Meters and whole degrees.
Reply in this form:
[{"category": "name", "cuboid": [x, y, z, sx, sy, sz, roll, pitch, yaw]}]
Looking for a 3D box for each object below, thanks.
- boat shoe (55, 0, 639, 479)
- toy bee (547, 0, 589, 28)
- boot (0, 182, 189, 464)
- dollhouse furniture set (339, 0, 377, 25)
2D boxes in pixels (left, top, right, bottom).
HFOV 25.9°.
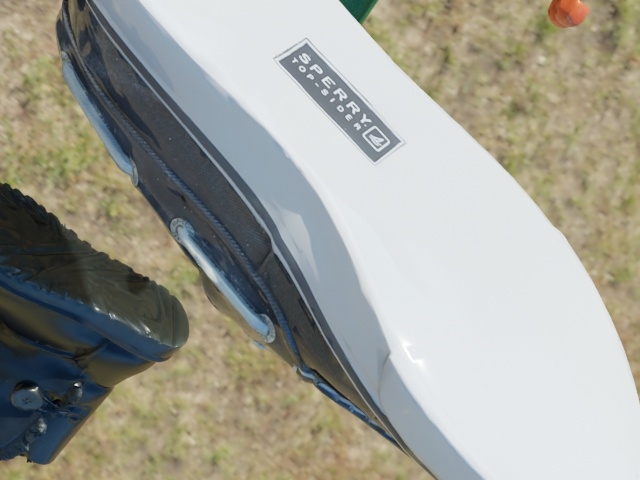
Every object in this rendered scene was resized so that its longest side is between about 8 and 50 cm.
[{"category": "boat shoe", "cuboid": [0.000, 0.000, 0.539, 0.108, 0.301, 0.102, -36, 172, -41]}, {"category": "toy bee", "cuboid": [0.183, -0.224, 0.885, 0.162, 0.298, 0.195, -46, 163, 3]}, {"category": "boot", "cuboid": [-0.256, 0.075, 1.100, 0.246, 0.094, 0.207, 34, 120, -31]}, {"category": "dollhouse furniture set", "cuboid": [0.012, -0.379, 1.417, 0.151, 0.197, 0.301, 11, 136, -28]}]
